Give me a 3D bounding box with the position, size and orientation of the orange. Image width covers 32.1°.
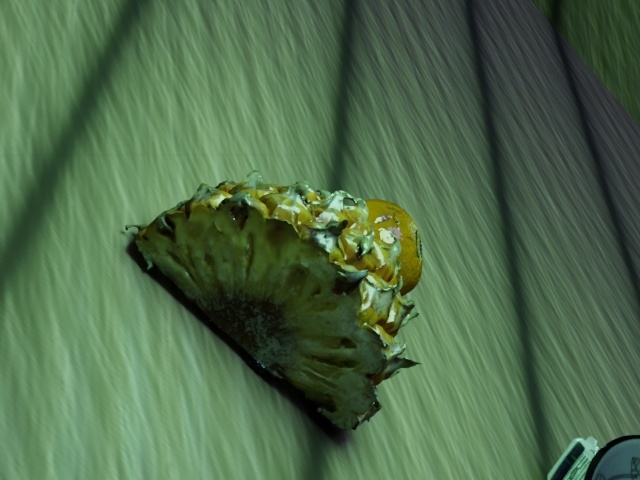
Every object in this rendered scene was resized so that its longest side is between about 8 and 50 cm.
[{"bbox_3d":[0.072,0.011,1.447,0.135,0.117,0.135,0,90,-77],"label":"orange"}]

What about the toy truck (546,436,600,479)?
[{"bbox_3d":[0.396,0.340,1.449,0.227,0.098,0.114,32,5,-27],"label":"toy truck"}]

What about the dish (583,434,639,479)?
[{"bbox_3d":[0.396,0.383,1.276,0.316,0.106,0.316,22,41,-20],"label":"dish"}]

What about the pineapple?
[{"bbox_3d":[0.001,-0.001,1.267,0.344,0.209,0.286,42,28,-3],"label":"pineapple"}]
